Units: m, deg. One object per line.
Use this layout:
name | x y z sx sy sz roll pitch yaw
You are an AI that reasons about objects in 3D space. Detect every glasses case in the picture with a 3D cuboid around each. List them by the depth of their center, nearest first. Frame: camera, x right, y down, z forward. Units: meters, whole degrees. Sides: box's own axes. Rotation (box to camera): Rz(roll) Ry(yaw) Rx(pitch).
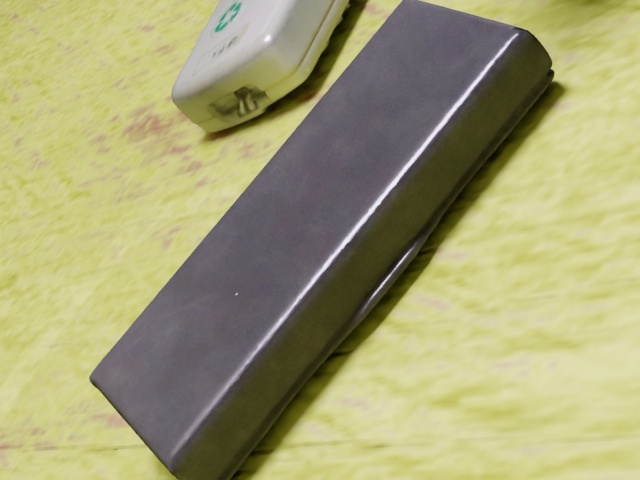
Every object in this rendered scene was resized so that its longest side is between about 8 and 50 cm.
glasses case | 0.001 -0.001 0.539 0.190 0.042 0.072 -50 32 -7

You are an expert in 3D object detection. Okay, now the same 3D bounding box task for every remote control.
remote control | -0.003 -0.157 0.759 0.090 0.049 0.230 -20 38 49
